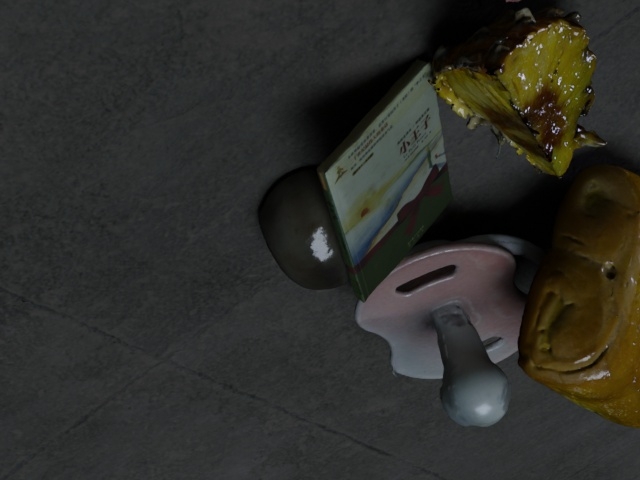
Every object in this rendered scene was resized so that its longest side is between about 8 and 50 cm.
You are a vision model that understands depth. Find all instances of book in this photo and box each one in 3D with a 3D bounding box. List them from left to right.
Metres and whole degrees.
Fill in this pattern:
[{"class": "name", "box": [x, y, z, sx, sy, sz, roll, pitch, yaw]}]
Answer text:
[{"class": "book", "box": [0.086, -0.068, 1.845, 0.201, 0.026, 0.289, -48, 150, -18]}]

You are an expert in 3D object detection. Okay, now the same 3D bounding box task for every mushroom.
[{"class": "mushroom", "box": [0.000, 0.000, 1.914, 0.141, 0.117, 0.188, -15, 150, 13]}]

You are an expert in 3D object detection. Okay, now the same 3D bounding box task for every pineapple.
[{"class": "pineapple", "box": [0.234, -0.202, 1.764, 0.334, 0.158, 0.161, 35, 79, -53]}]

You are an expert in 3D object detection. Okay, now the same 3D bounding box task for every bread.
[{"class": "bread", "box": [0.426, 0.079, 2.043, 0.337, 0.148, 0.328, 34, 74, -50]}]

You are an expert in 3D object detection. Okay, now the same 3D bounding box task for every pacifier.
[{"class": "pacifier", "box": [0.187, 0.120, 2.063, 0.220, 0.273, 0.332, 10, 155, 30]}]
